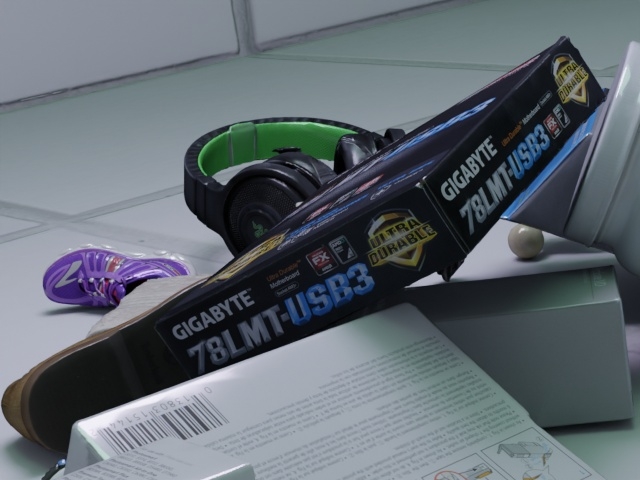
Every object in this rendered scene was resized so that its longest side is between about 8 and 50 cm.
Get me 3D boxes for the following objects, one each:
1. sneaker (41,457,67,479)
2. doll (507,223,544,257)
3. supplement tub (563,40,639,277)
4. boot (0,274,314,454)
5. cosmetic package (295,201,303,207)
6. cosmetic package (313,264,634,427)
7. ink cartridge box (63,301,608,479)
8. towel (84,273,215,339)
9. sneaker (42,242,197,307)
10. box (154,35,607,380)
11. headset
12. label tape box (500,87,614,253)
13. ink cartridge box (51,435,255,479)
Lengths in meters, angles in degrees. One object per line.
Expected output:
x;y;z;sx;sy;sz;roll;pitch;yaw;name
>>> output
-0.087;0.182;1.229;0.211;0.080;0.081;-13;38;-24;sneaker
0.260;-0.055;1.859;0.129;0.046;0.189;28;67;39;doll
0.349;-0.038;1.426;0.272;0.191;0.191;19;18;5;supplement tub
-0.129;0.096;1.524;0.305;0.112;0.115;-18;5;-28;boot
0.000;0.000;1.722;0.041;0.060;0.115;-7;14;-1;cosmetic package
0.122;0.089;1.395;0.238;0.107;0.127;-10;11;6;cosmetic package
0.027;0.172;1.156;0.296;0.066;0.261;-18;46;-37;ink cartridge box
-0.064;0.069;1.695;0.282;0.049;0.187;-4;12;13;towel
-0.214;0.043;1.852;0.170;0.068;0.071;-3;20;17;sneaker
0.052;-0.023;1.414;0.295;0.073;0.293;-29;10;39;box
0.017;-0.065;1.903;0.243;0.185;0.394;-17;33;-33;headset
0.294;-0.060;1.657;0.333;0.106;0.240;18;18;7;label tape box
-0.125;0.208;0.946;0.203;0.148;0.086;-19;16;-36;ink cartridge box
